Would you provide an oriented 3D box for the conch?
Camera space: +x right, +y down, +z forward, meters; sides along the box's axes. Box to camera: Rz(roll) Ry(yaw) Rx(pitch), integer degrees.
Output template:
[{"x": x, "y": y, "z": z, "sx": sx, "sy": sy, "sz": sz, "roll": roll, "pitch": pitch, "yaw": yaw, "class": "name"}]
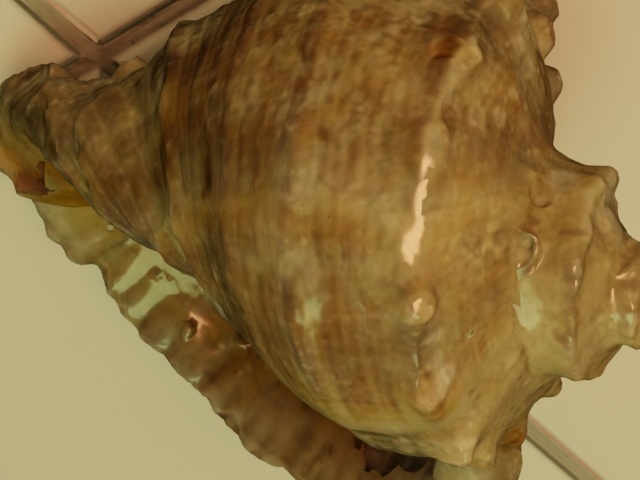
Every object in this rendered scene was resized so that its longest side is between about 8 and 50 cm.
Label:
[{"x": 0.014, "y": -0.008, "z": 0.734, "sx": 0.210, "sy": 0.352, "sz": 0.297, "roll": -32, "pitch": 132, "yaw": -23, "class": "conch"}]
